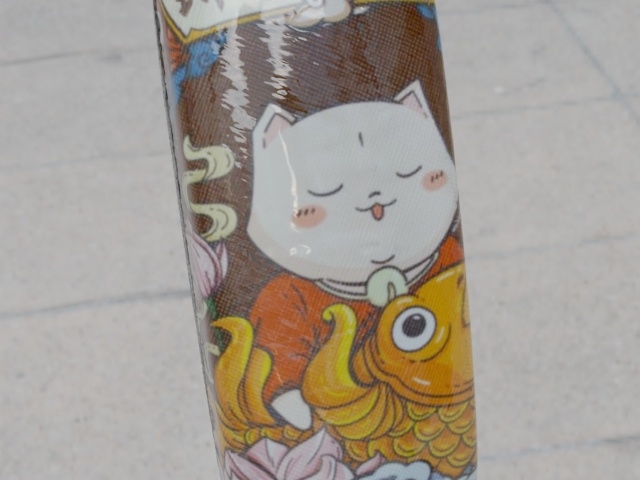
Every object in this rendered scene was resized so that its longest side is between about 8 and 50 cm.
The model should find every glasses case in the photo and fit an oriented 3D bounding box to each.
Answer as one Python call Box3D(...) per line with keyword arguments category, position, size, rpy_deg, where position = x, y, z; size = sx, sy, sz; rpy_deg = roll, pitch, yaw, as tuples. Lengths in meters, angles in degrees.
Box3D(category="glasses case", position=(0.000, 0.000, 0.666), size=(0.122, 0.321, 0.082), rpy_deg=(-9, 13, -8))
